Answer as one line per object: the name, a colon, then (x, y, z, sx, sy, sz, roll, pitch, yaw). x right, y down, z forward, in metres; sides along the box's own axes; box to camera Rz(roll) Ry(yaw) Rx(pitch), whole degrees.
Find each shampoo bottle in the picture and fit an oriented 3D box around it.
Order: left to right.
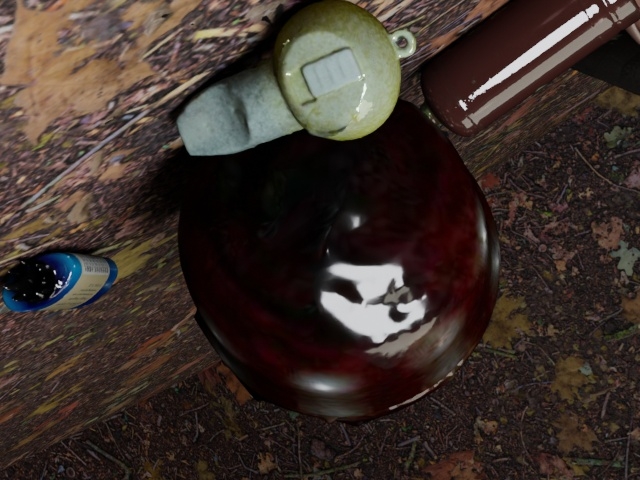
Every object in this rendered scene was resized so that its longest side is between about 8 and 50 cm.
shampoo bottle: (-0.285, 0.046, 1.111, 0.087, 0.050, 0.183, -31, 174, 5)

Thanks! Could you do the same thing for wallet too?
wallet: (0.490, -0.300, 1.572, 0.170, 0.044, 0.321, -35, -147, -7)

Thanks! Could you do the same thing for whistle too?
whistle: (-0.020, -0.131, 0.879, 0.223, 0.122, 0.123, -21, 178, 20)

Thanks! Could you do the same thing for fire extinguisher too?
fire extinguisher: (0.238, -0.226, 1.312, 0.337, 0.114, 0.135, -34, 152, 16)

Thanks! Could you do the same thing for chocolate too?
chocolate: (0.000, 0.000, 1.064, 0.384, 0.383, 0.331, -33, 158, 3)

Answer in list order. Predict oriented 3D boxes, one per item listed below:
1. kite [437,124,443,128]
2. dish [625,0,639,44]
kite: (0.234, -0.229, 1.763, 0.335, 0.011, 0.314, -28, 172, -31)
dish: (0.493, -0.370, 1.449, 0.213, 0.213, 0.090, -32, -154, -7)
